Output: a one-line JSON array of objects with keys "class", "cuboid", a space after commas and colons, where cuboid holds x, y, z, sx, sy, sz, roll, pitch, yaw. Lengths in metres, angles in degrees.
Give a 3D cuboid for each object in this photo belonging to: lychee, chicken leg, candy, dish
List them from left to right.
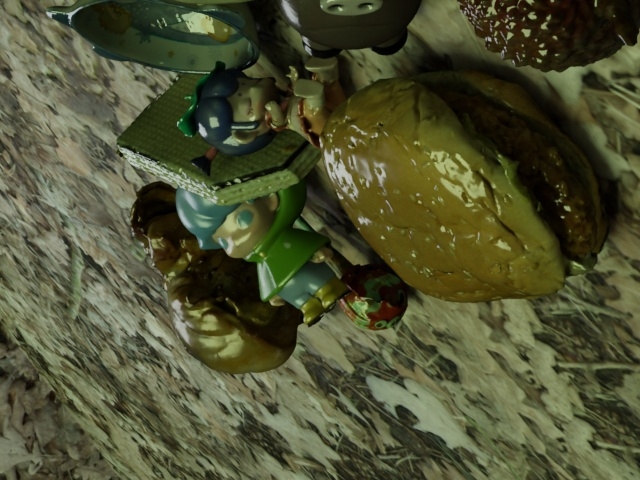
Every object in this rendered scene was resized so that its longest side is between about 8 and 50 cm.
[{"class": "dish", "cuboid": [-0.164, -0.257, 1.565, 0.236, 0.086, 0.228, 2, 165, 27]}, {"class": "chicken leg", "cuboid": [-0.177, 0.029, 2.084, 0.295, 0.182, 0.409, 52, 174, -22]}, {"class": "candy", "cuboid": [-0.001, 0.000, 1.829, 0.287, 0.078, 0.084, 47, 163, 17]}, {"class": "lychee", "cuboid": [0.169, -0.198, 1.026, 0.197, 0.165, 0.165, 44, 163, 45]}]

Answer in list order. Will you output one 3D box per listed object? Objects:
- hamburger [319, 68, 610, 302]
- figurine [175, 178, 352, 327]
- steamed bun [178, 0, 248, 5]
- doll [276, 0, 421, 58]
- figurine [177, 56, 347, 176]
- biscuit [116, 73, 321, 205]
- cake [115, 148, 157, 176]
[{"class": "hamburger", "cuboid": [0.131, -0.047, 1.397, 0.259, 0.144, 0.283, 54, 151, -13]}, {"class": "figurine", "cuboid": [-0.070, -0.017, 1.775, 0.263, 0.143, 0.162, 50, 138, 6]}, {"class": "steamed bun", "cuboid": [-0.040, -0.349, 1.023, 0.312, 0.233, 0.333, -7, 109, 29]}, {"class": "doll", "cuboid": [0.017, -0.240, 1.249, 0.257, 0.182, 0.117, 79, -173, -71]}, {"class": "figurine", "cuboid": [-0.063, -0.134, 1.572, 0.195, 0.111, 0.102, 4, 136, 29]}, {"class": "biscuit", "cuboid": [-0.106, -0.116, 1.684, 0.252, 0.150, 0.052, 23, 156, 41]}, {"class": "cake", "cuboid": [-0.198, -0.093, 1.946, 0.080, 0.116, 0.185, 35, 151, 20]}]
